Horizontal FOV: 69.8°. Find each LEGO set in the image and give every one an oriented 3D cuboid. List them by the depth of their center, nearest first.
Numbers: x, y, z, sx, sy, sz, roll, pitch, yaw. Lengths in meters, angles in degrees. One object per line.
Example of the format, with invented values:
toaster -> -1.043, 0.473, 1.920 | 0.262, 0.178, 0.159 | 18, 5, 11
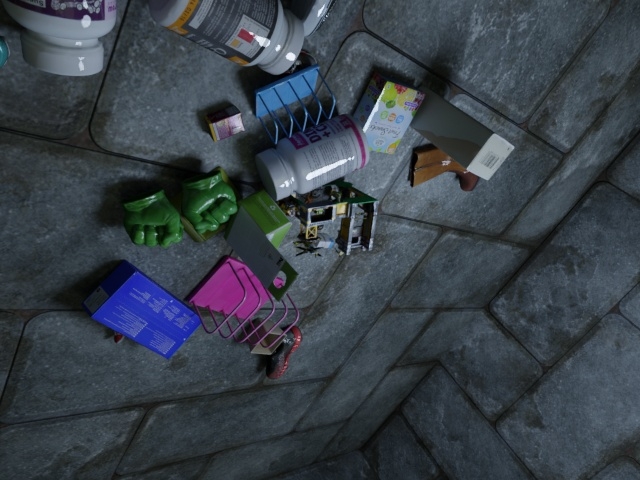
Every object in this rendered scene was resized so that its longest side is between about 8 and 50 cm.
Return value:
LEGO set -> 0.012, -0.050, 1.387 | 0.331, 0.255, 0.192 | -15, 121, -38

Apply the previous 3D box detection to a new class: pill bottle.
pill bottle -> -0.411, -0.430, 0.723 | 0.169, 0.169, 0.301 | -9, 134, -33
pill bottle -> -0.175, -0.445, 0.904 | 0.278, 0.162, 0.162 | 13, 120, -45
pill bottle -> -0.023, -0.224, 1.254 | 0.283, 0.160, 0.160 | -26, 141, -15

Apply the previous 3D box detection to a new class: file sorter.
file sorter -> -0.063, -0.329, 1.126 | 0.170, 0.104, 0.118 | -29, 173, -13
file sorter -> -0.241, 0.219, 1.514 | 0.202, 0.182, 0.290 | -46, 142, 10

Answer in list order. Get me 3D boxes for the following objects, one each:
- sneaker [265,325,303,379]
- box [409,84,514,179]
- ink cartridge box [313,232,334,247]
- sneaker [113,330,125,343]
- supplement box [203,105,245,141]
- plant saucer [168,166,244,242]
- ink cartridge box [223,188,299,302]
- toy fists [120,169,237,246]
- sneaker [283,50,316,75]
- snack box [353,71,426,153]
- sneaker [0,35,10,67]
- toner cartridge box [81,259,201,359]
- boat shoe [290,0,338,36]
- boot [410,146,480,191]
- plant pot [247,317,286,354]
sneaker -> -0.182, 0.466, 1.883 | 0.135, 0.097, 0.276 | 3, 125, -41
box -> 0.398, -0.325, 1.367 | 0.148, 0.311, 0.121 | 11, 121, -44
ink cartridge box -> 0.000, 0.000, 1.592 | 0.083, 0.048, 0.028 | 2, 127, -40
sneaker -> -0.612, 0.259, 1.369 | 0.067, 0.042, 0.118 | 9, 115, -48
supplement box -> -0.234, -0.285, 1.118 | 0.083, 0.043, 0.055 | -24, 140, -16
plant saucer -> -0.304, -0.082, 1.267 | 0.188, 0.045, 0.188 | -35, 142, -5
ink cartridge box -> -0.138, 0.019, 1.263 | 0.097, 0.255, 0.189 | -33, 168, -37
toy fists -> -0.348, -0.068, 1.149 | 0.279, 0.096, 0.142 | -21, 114, -12
sneaker -> -0.072, -0.415, 1.096 | 0.158, 0.065, 0.061 | -11, 135, -31
snack box -> 0.188, -0.368, 1.352 | 0.174, 0.070, 0.207 | 0, 131, -39
sneaker -> -0.648, -0.270, 0.745 | 0.275, 0.110, 0.107 | -28, 141, -14
toner cartridge box -> -0.507, 0.214, 1.352 | 0.165, 0.075, 0.348 | -47, 144, -12
boat shoe -> 0.050, -0.584, 0.975 | 0.119, 0.121, 0.335 | 12, 119, -40
boot -> 0.455, -0.247, 1.670 | 0.280, 0.096, 0.264 | -25, 141, -15
plant pot -> -0.216, 0.358, 1.745 | 0.109, 0.096, 0.109 | 21, 114, -49
